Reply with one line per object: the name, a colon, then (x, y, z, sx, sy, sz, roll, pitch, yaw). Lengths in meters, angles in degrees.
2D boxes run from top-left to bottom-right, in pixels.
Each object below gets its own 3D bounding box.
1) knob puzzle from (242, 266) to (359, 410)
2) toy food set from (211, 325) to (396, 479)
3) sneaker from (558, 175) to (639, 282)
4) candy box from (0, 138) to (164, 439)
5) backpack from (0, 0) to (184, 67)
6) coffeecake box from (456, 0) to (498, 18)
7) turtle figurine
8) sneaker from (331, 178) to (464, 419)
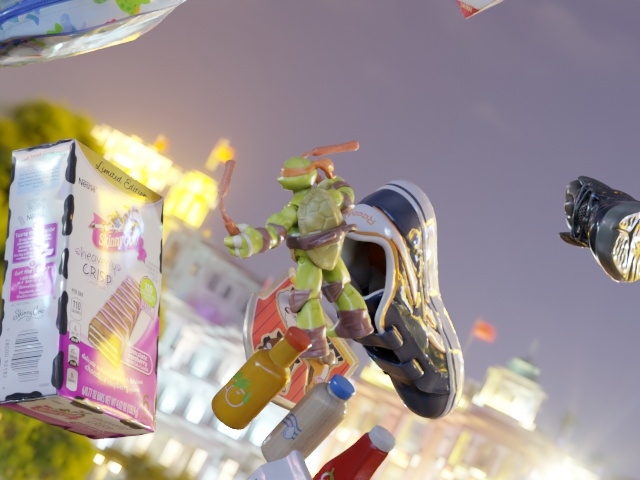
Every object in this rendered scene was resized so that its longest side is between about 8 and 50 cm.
knob puzzle: (-0.032, 0.147, 2.029, 0.213, 0.213, 0.030, 36, -43, -30)
toy food set: (0.001, 0.187, 1.248, 0.111, 0.104, 0.232, 28, 23, -35)
sneaker: (0.305, -0.014, 1.640, 0.130, 0.087, 0.227, 19, 12, 24)
candy box: (-0.210, 0.047, 1.349, 0.071, 0.233, 0.159, -10, -22, 23)
backpack: (-0.264, -0.293, 1.523, 0.290, 0.273, 0.355, -14, -14, -28)
coffeecake box: (0.222, -0.377, 1.857, 0.185, 0.068, 0.142, -25, -86, 55)
turtle figurine: (0.000, 0.000, 1.568, 0.087, 0.217, 0.269, -6, 13, 30)
sneaker: (0.082, 0.093, 1.843, 0.126, 0.127, 0.321, 12, -57, 46)
